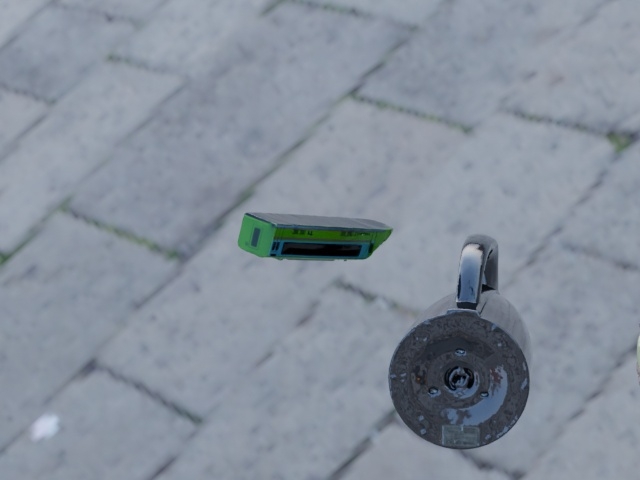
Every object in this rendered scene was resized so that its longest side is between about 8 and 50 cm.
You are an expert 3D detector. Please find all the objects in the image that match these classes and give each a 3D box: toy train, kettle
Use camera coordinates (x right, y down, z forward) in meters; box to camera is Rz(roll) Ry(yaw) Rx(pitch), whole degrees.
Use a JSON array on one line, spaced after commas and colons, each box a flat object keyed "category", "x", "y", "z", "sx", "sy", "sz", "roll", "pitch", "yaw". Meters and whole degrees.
[{"category": "toy train", "x": 0.000, "y": 0.000, "z": 1.982, "sx": 0.044, "sy": 0.209, "sz": 0.042, "roll": 23, "pitch": 102, "yaw": 36}, {"category": "kettle", "x": 0.154, "y": 0.099, "z": 2.082, "sx": 0.144, "sy": 0.202, "sz": 0.232, "roll": -1, "pitch": 10, "yaw": 9}]

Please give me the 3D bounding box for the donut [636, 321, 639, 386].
[{"category": "donut", "x": 0.291, "y": 0.093, "z": 1.452, "sx": 0.108, "sy": 0.065, "sz": 0.166, "roll": -23, "pitch": 59, "yaw": 0}]
